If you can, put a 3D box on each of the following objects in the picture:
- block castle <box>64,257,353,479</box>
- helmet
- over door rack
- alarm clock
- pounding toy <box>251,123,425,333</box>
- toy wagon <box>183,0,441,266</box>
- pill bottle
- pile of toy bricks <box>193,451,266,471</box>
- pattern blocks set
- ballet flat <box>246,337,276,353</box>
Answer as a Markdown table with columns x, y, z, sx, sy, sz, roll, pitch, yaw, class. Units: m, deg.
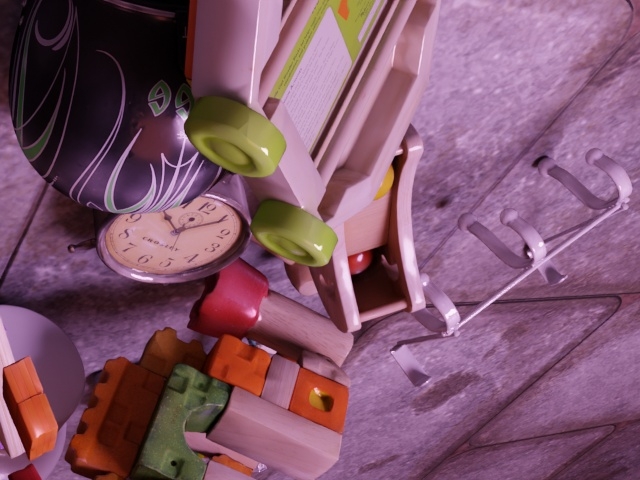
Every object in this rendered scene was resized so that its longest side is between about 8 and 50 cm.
| x | y | z | sx | sy | sz | roll | pitch | yaw | class |
| --- | --- | --- | --- | --- | --- | --- | --- | --- | --- |
| -0.147 | 0.249 | 0.939 | 0.213 | 0.453 | 0.303 | 27 | 132 | -10 | block castle |
| -0.123 | -0.096 | 0.674 | 0.169 | 0.169 | 0.161 | -4 | 123 | -32 | helmet |
| 0.179 | 0.029 | 1.118 | 0.239 | 0.108 | 0.324 | -34 | 166 | -11 | over door rack |
| -0.111 | -0.031 | 0.861 | 0.192 | 0.064 | 0.129 | -32 | 142 | 31 | alarm clock |
| 0.000 | 0.000 | 0.918 | 0.155 | 0.154 | 0.269 | -17 | 150 | -14 | pounding toy |
| 0.004 | -0.153 | 0.614 | 0.267 | 0.068 | 0.344 | -65 | 155 | -18 | toy wagon |
| -0.342 | 0.193 | 0.965 | 0.169 | 0.169 | 0.301 | 7 | 139 | -43 | pill bottle |
| -0.157 | 0.265 | 1.313 | 0.105 | 0.118 | 0.212 | -10 | 180 | 35 | pile of toy bricks |
| -0.237 | 0.048 | 0.695 | 0.026 | 0.285 | 0.325 | -24 | 139 | -27 | pattern blocks set |
| -0.037 | 0.114 | 1.194 | 0.114 | 0.041 | 0.041 | 3 | 141 | -40 | ballet flat |
